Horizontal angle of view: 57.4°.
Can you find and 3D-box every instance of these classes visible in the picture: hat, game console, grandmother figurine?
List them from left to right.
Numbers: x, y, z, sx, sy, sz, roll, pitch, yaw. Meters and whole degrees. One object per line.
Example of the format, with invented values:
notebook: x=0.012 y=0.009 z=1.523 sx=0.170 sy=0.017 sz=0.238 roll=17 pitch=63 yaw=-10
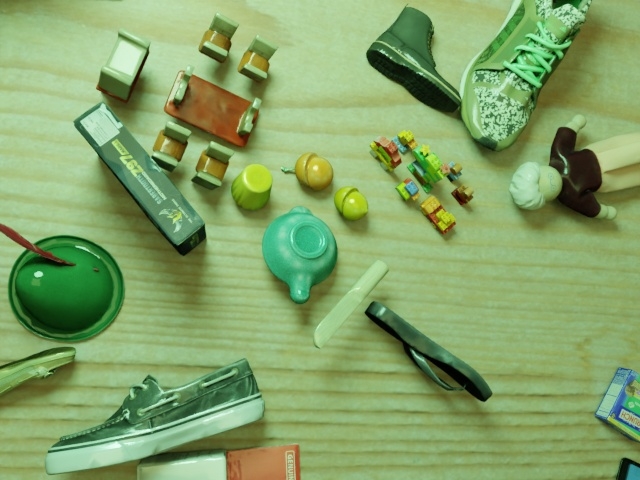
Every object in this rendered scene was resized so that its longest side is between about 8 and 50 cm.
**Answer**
hat: x=-0.413 y=0.063 z=0.872 sx=0.208 sy=0.183 sz=0.173 roll=21 pitch=81 yaw=-7
grandmother figurine: x=0.508 y=-0.137 z=1.103 sx=0.342 sy=0.104 sz=0.208 roll=-17 pitch=78 yaw=-14
game console: x=0.604 y=0.476 z=1.064 sx=0.122 sy=0.107 sz=0.071 roll=25 pitch=108 yaw=-6

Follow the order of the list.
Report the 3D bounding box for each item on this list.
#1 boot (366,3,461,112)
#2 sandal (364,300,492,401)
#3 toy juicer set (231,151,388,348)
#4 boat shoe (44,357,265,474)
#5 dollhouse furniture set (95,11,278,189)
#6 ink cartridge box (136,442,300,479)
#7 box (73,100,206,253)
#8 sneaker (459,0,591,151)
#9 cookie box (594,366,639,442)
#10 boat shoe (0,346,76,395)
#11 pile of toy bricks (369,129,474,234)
boot: x=0.202 y=-0.344 z=1.087 sx=0.198 sy=0.077 sz=0.137 roll=36 pitch=74 yaw=-5
sandal: x=0.178 y=0.202 z=1.012 sx=0.254 sy=0.097 sz=0.054 roll=35 pitch=78 yaw=6
toy juicer set: x=0.000 y=0.000 z=1.009 sx=0.209 sy=0.089 sz=0.329 roll=-23 pitch=79 yaw=-24
boat shoe: x=-0.259 y=0.271 z=0.923 sx=0.335 sy=0.121 sz=0.119 roll=-12 pitch=78 yaw=-22
dollhouse furniture set: x=-0.232 y=-0.246 z=0.989 sx=0.259 sy=0.135 sz=0.262 roll=24 pitch=80 yaw=-18
ink cartridge box: x=-0.153 y=0.489 z=0.931 sx=0.261 sy=0.066 sz=0.296 roll=-2 pitch=84 yaw=-9
box: x=-0.273 y=-0.086 z=0.914 sx=0.059 sy=0.183 sz=0.233 roll=-39 pitch=92 yaw=-11
sneaker: x=0.389 y=-0.357 z=1.062 sx=0.158 sy=0.182 sz=0.410 roll=28 pitch=80 yaw=-6
cookie box: x=0.582 y=0.308 z=1.092 sx=0.092 sy=0.040 sz=0.107 roll=33 pitch=80 yaw=-6
boat shoe: x=-0.456 y=0.209 z=0.917 sx=0.153 sy=0.056 sz=0.048 roll=-19 pitch=96 yaw=-10
pile of toy bricks: x=0.195 y=-0.123 z=1.040 sx=0.118 sy=0.105 sz=0.212 roll=-40 pitch=92 yaw=-12
